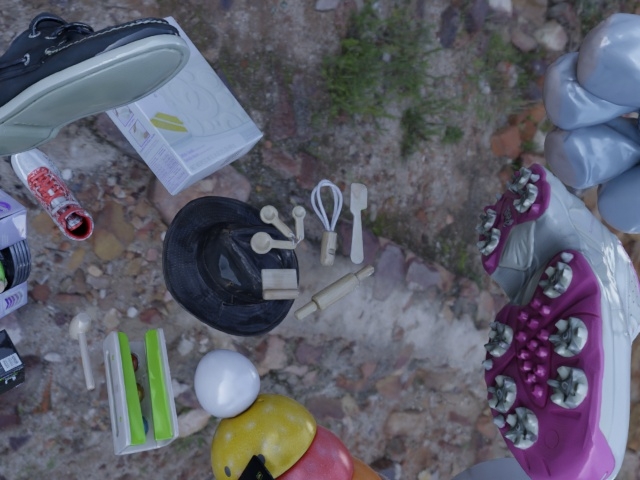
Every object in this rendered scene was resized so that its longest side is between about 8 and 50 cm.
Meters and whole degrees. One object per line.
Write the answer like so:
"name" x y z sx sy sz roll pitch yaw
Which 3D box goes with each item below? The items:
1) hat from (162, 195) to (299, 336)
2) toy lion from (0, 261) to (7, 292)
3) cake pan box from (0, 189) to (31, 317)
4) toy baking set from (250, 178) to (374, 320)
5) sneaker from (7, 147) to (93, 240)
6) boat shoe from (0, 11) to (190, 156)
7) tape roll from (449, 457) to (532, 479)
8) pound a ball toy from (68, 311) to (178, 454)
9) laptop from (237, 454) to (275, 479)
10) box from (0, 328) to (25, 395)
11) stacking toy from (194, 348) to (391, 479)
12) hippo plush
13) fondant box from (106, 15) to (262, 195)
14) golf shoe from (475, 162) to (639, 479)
"hat" -0.154 0.040 1.222 0.331 0.134 0.331 12 69 -33
"toy lion" -0.572 0.044 0.948 0.100 0.034 0.096 -9 105 -17
"cake pan box" -0.647 -0.016 1.072 0.070 0.267 0.245 -41 157 -48
"toy baking set" 0.002 0.007 0.977 0.256 0.030 0.196 -26 92 -22
"sneaker" -0.665 -0.116 1.469 0.090 0.145 0.270 -39 137 -22
"boat shoe" -0.296 -0.191 0.652 0.127 0.340 0.113 -13 87 -58
"tape roll" 0.249 0.406 0.685 0.246 0.169 0.246 0 94 -2
"pound a ball toy" -0.476 0.335 1.383 0.208 0.136 0.319 2 60 -36
"laptop" -0.124 0.490 0.833 0.136 0.264 0.234 22 103 -48
"box" -0.389 0.152 0.689 0.062 0.083 0.052 -27 77 -36
"stacking toy" -0.097 0.416 1.104 0.350 0.351 0.480 -38 102 -33
"hippo plush" 0.391 -0.168 0.597 0.236 0.294 0.234 -43 98 -21
"fondant box" -0.312 -0.289 1.233 0.330 0.096 0.238 51 44 -3
"golf shoe" 0.206 0.059 0.459 0.140 0.115 0.306 28 41 -11
